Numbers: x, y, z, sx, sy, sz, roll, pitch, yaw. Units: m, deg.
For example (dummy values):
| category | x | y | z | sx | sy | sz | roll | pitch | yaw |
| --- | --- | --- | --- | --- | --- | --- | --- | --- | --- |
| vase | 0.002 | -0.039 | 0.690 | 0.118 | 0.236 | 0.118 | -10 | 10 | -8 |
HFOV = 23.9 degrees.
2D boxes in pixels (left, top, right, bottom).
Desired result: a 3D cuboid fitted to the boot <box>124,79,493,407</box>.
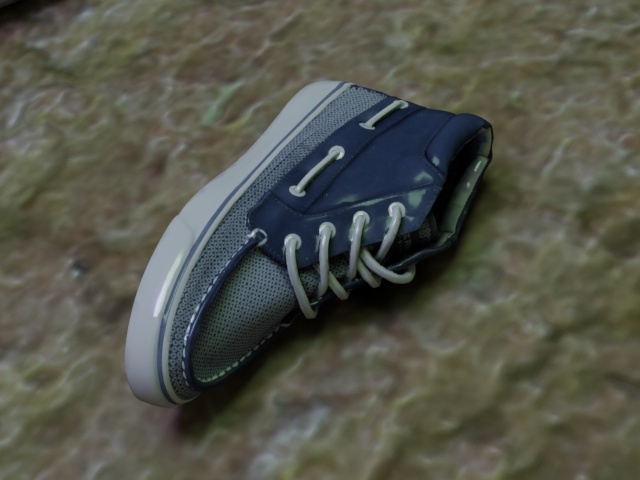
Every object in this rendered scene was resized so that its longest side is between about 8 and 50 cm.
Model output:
| category | x | y | z | sx | sy | sz | roll | pitch | yaw |
| --- | --- | --- | --- | --- | --- | --- | --- | --- | --- |
| boot | 0.000 | 0.000 | 0.627 | 0.086 | 0.069 | 0.190 | 12 | 49 | 27 |

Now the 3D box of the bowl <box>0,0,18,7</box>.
| category | x | y | z | sx | sy | sz | roll | pitch | yaw |
| --- | --- | --- | --- | --- | --- | --- | --- | --- | --- |
| bowl | -0.211 | -0.169 | 0.849 | 0.142 | 0.053 | 0.142 | -24 | 47 | -10 |
